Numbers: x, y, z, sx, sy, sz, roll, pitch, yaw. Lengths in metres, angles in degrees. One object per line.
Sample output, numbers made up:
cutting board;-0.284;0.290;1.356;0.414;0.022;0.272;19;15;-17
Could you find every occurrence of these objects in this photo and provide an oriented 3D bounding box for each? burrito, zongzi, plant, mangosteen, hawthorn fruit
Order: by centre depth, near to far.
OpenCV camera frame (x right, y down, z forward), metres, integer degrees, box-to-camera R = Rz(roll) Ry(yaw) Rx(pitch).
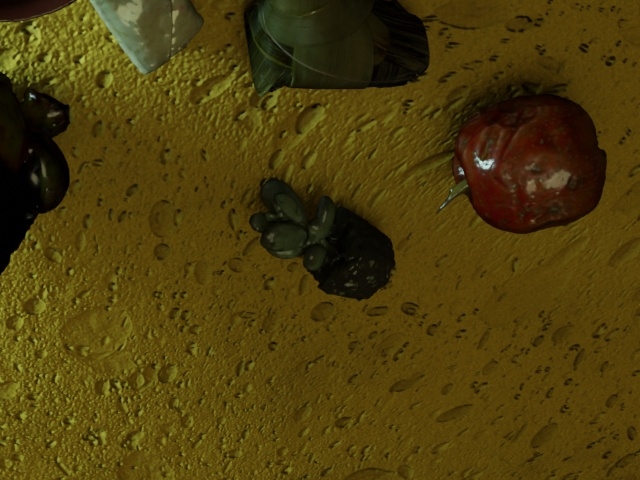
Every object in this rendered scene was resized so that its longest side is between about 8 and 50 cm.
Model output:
burrito;-0.284;-0.398;1.664;0.143;0.105;0.299;-30;128;-5
mangosteen;-0.581;-0.091;1.671;0.380;0.421;0.381;18;131;22
zongzi;0.055;-0.339;1.708;0.289;0.154;0.317;-4;162;-18
hawthorn fruit;0.357;-0.133;1.963;0.261;0.258;0.258;14;123;-4
plant;0.001;0.002;2.015;0.274;0.146;0.149;30;116;-31

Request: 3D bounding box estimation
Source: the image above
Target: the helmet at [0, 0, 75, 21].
helmet;-0.413;-0.491;1.476;0.337;0.230;0.385;31;103;-28
